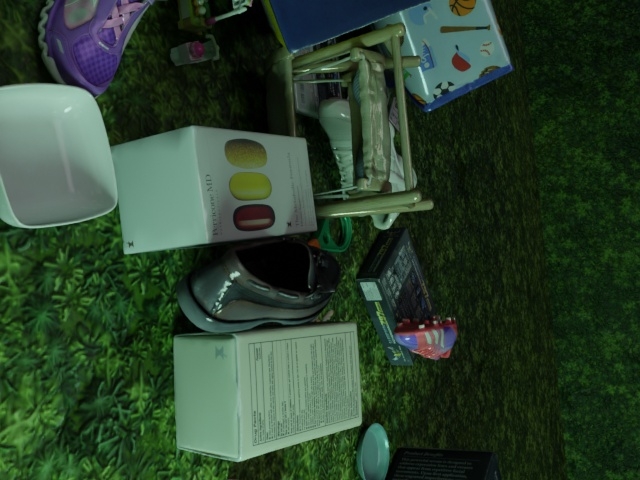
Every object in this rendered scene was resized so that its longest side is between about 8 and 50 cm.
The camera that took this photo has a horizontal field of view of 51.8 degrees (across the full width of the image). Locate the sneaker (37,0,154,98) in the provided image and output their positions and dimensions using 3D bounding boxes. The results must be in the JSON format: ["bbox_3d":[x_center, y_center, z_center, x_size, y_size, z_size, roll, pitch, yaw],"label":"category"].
[{"bbox_3d":[-0.234,-0.270,0.742,0.095,0.104,0.237,41,52,-51],"label":"sneaker"}]

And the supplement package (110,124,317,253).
[{"bbox_3d":[-0.127,-0.063,0.852,0.244,0.133,0.139,-10,92,-60],"label":"supplement package"}]

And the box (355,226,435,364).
[{"bbox_3d":[0.165,0.117,1.392,0.183,0.059,0.233,-55,131,-45],"label":"box"}]

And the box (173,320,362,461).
[{"bbox_3d":[-0.065,0.188,0.878,0.232,0.126,0.149,3,82,-48],"label":"box"}]

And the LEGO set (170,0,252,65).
[{"bbox_3d":[-0.174,-0.383,0.863,0.132,0.107,0.287,-48,125,-53],"label":"LEGO set"}]

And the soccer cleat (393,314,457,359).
[{"bbox_3d":[0.219,0.204,1.340,0.248,0.083,0.095,4,87,-61],"label":"soccer cleat"}]

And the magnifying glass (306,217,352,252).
[{"bbox_3d":[0.000,0.000,1.174,0.231,0.026,0.092,-43,121,-57],"label":"magnifying glass"}]

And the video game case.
[{"bbox_3d":[-0.014,-0.320,1.212,0.173,0.022,0.191,-3,86,-59],"label":"video game case"}]

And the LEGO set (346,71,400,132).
[{"bbox_3d":[0.098,-0.247,1.390,0.182,0.060,0.244,43,46,-32],"label":"LEGO set"}]

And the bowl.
[{"bbox_3d":[-0.283,-0.085,0.671,0.142,0.053,0.142,-21,103,-58],"label":"bowl"}]

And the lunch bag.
[{"bbox_3d":[0.199,-0.488,1.389,0.385,0.238,0.328,-102,167,-62],"label":"lunch bag"}]

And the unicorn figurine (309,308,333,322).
[{"bbox_3d":[-0.018,0.162,1.066,0.111,0.060,0.162,-62,142,-29],"label":"unicorn figurine"}]

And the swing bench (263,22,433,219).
[{"bbox_3d":[0.028,-0.163,1.006,0.165,0.254,0.254,8,76,-73],"label":"swing bench"}]

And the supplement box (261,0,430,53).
[{"bbox_3d":[-0.003,-0.404,0.923,0.356,0.195,0.194,-111,180,-67],"label":"supplement box"}]

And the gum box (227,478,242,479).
[{"bbox_3d":[-0.087,0.431,0.894,0.107,0.062,0.189,39,52,-50],"label":"gum box"}]

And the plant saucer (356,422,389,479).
[{"bbox_3d":[0.097,0.410,1.256,0.119,0.021,0.120,18,69,-57],"label":"plant saucer"}]

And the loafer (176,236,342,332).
[{"bbox_3d":[-0.045,0.044,0.826,0.109,0.095,0.302,54,27,16],"label":"loafer"}]

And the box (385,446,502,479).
[{"bbox_3d":[0.219,0.634,1.233,0.395,0.211,0.294,-47,123,-52],"label":"box"}]

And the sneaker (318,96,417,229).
[{"bbox_3d":[0.085,-0.138,1.228,0.305,0.114,0.152,46,60,-42],"label":"sneaker"}]
